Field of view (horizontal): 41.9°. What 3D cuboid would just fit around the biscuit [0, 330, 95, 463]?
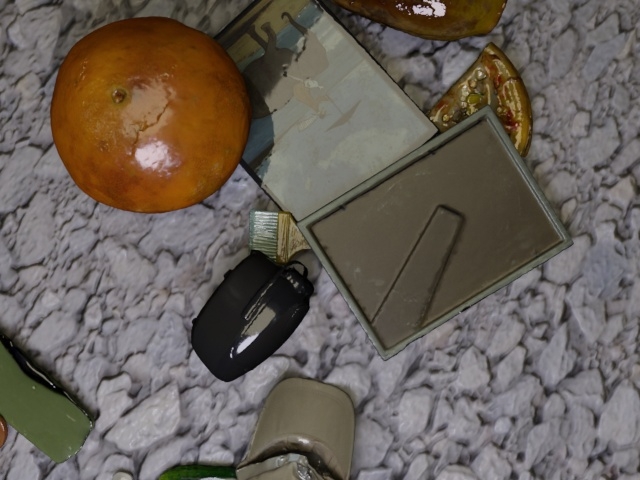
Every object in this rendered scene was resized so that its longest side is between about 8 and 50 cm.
[{"bbox_3d":[-0.472,0.201,1.250,0.322,0.038,0.099,39,90,4],"label":"biscuit"}]

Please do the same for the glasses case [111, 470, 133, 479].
[{"bbox_3d":[-0.300,0.384,1.236,0.032,0.021,0.083,13,85,1],"label":"glasses case"}]

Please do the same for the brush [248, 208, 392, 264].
[{"bbox_3d":[0.000,0.000,1.253,0.218,0.010,0.082,4,94,-1],"label":"brush"}]

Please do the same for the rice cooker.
[{"bbox_3d":[-0.097,0.106,1.198,0.118,0.142,0.203,39,89,15],"label":"rice cooker"}]

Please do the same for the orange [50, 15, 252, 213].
[{"bbox_3d":[-0.240,-0.178,1.181,0.284,0.226,0.283,0,86,4],"label":"orange"}]

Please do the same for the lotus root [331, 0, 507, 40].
[{"bbox_3d":[0.138,-0.399,1.230,0.291,0.193,0.193,23,86,6],"label":"lotus root"}]

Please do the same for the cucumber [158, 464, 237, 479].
[{"bbox_3d":[-0.156,0.350,1.228,0.168,0.039,0.039,4,85,4],"label":"cucumber"}]

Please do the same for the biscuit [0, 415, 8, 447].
[{"bbox_3d":[-0.507,0.277,1.241,0.091,0.015,0.078,28,110,10],"label":"biscuit"}]

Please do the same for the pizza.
[{"bbox_3d":[0.230,-0.210,1.267,0.176,0.036,0.184,-4,84,2],"label":"pizza"}]

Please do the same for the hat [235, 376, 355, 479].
[{"bbox_3d":[-0.024,0.306,1.223,0.166,0.144,0.173,15,42,3],"label":"hat"}]

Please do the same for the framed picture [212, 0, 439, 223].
[{"bbox_3d":[-0.028,-0.205,1.274,0.265,0.016,0.347,-41,85,3],"label":"framed picture"}]

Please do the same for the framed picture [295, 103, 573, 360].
[{"bbox_3d":[0.170,-0.011,1.237,0.335,0.022,0.247,-32,92,1],"label":"framed picture"}]
